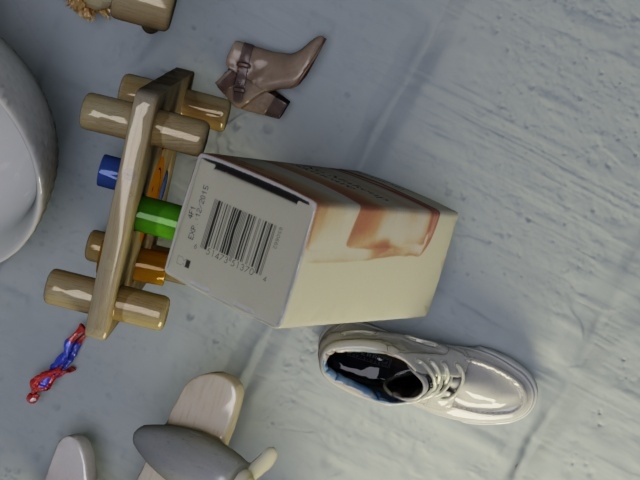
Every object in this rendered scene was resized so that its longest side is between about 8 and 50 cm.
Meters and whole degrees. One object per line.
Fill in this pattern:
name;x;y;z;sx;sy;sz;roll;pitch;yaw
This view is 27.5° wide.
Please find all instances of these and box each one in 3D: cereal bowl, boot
cereal bowl;-0.432;-0.133;1.401;0.338;0.141;0.339;8;133;9
boot;0.119;0.159;1.454;0.258;0.123;0.095;13;100;1
boot;-0.059;-0.195;1.449;0.087;0.042;0.118;33;100;0

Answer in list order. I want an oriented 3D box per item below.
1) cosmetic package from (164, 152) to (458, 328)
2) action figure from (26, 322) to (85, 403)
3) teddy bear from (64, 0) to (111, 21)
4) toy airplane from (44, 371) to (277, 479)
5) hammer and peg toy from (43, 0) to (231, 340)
cosmetic package;0.000;0.000;1.333;0.153;0.296;0.129;23;101;28
action figure;-0.303;0.147;1.523;0.115;0.038;0.030;-46;77;9
teddy bear;-0.343;-0.354;1.384;0.337;0.113;0.245;-2;117;-17
toy airplane;-0.187;0.377;1.436;0.384;0.272;0.386;-22;98;8
hammer and peg toy;-0.170;-0.099;1.363;0.127;0.266;0.361;14;102;0
